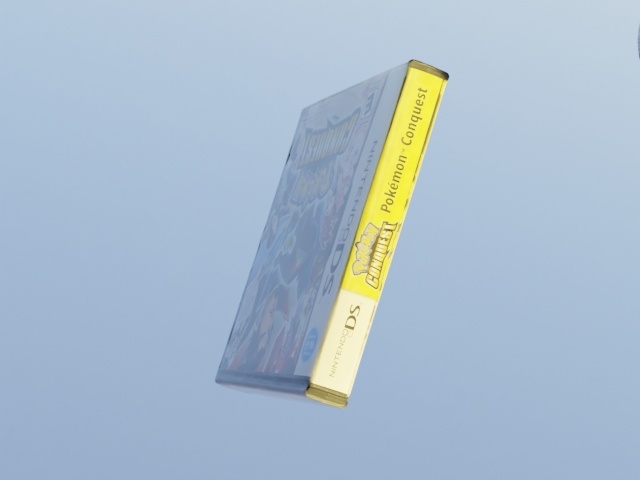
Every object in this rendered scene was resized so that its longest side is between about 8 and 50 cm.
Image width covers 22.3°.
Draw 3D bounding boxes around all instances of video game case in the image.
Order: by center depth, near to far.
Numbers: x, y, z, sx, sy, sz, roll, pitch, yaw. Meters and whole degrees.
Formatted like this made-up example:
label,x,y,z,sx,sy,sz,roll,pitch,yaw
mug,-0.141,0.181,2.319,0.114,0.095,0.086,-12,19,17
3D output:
label,x,y,z,sx,sy,sz,roll,pitch,yaw
video game case,0.000,0.000,1.245,0.035,0.248,0.275,20,172,-16

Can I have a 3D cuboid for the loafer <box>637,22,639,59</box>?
label,x,y,z,sx,sy,sz,roll,pitch,yaw
loafer,0.278,-0.110,0.629,0.303,0.095,0.109,-10,-119,-5
